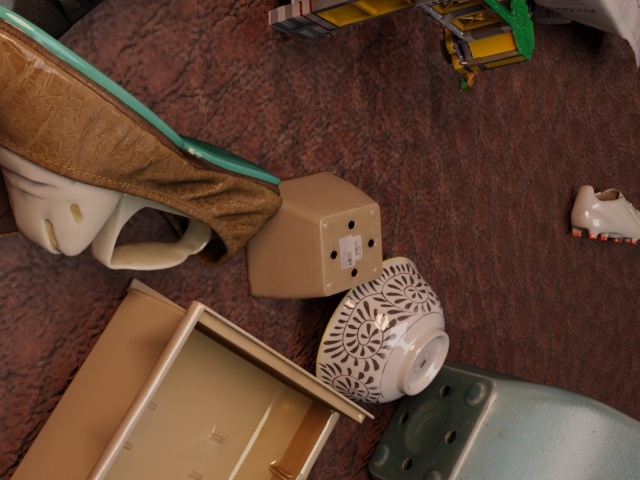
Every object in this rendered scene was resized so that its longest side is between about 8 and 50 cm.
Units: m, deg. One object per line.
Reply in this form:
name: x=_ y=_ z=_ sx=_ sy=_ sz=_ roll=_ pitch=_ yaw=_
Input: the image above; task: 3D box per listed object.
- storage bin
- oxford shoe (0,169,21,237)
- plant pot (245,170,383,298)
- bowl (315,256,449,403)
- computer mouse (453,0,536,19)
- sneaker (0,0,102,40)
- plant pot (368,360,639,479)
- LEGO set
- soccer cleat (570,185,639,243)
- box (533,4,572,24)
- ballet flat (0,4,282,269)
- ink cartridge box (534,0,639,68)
storage bin: x=-0.113 y=0.211 z=0.664 sx=0.260 sy=0.123 sz=0.262 roll=40 pitch=73 yaw=-38
oxford shoe: x=-0.273 y=-0.042 z=0.484 sx=0.271 sy=0.098 sz=0.096 roll=6 pitch=95 yaw=-42
plant pot: x=0.000 y=0.000 z=0.730 sx=0.109 sy=0.096 sz=0.108 roll=-17 pitch=110 yaw=-38
bowl: x=0.082 y=0.109 z=0.803 sx=0.170 sy=0.080 sz=0.170 roll=-33 pitch=138 yaw=-36
computer mouse: x=0.185 y=-0.276 z=0.854 sx=0.193 sy=0.042 sz=0.106 roll=13 pitch=103 yaw=-40
sneaker: x=-0.161 y=-0.231 z=0.510 sx=0.340 sy=0.140 sz=0.125 roll=-55 pitch=132 yaw=-15
plant pot: x=0.207 y=0.267 z=0.885 sx=0.252 sy=0.247 sz=0.247 roll=35 pitch=76 yaw=-21
LEGO set: x=0.057 y=-0.295 z=0.689 sx=0.255 sy=0.192 sz=0.331 roll=-10 pitch=93 yaw=-58
soccer cleat: x=0.436 y=-0.035 z=1.118 sx=0.196 sy=0.068 sz=0.076 roll=6 pitch=93 yaw=-38
box: x=0.292 y=-0.456 z=0.904 sx=0.232 sy=0.058 sz=0.322 roll=-45 pitch=126 yaw=-24
ballet flat: x=-0.141 y=-0.042 z=0.548 sx=0.124 sy=0.116 sz=0.342 roll=-62 pitch=156 yaw=0
ink cartridge box: x=0.336 y=-0.402 z=0.885 sx=0.385 sy=0.091 sz=0.308 roll=12 pitch=92 yaw=-59
